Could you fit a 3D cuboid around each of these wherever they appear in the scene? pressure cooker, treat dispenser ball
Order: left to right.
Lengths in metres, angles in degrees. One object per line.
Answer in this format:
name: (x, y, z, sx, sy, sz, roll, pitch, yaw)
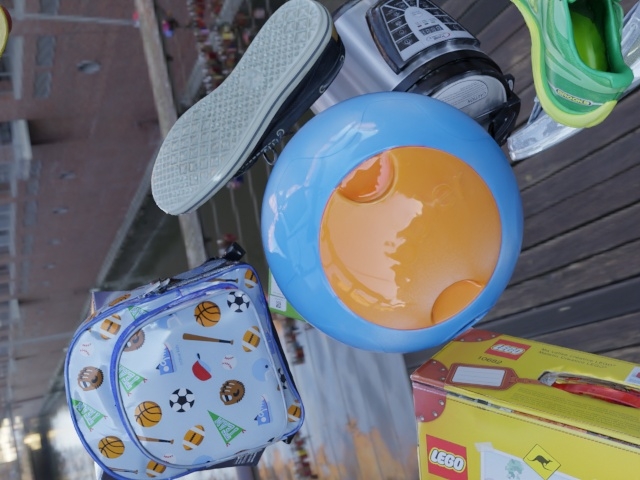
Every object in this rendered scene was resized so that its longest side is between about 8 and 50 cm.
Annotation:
treat dispenser ball: (0.078, -0.019, 0.878, 0.288, 0.288, 0.288, 171, 90, -66)
pressure cooker: (0.206, -0.301, 1.715, 0.370, 0.375, 0.420, -47, 57, 18)

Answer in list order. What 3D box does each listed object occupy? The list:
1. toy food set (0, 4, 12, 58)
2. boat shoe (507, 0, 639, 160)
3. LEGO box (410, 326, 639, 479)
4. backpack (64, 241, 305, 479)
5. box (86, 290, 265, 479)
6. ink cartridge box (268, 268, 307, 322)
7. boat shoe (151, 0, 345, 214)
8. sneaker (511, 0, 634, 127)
toy food set: (-0.516, -0.295, 1.156, 0.071, 0.128, 0.218, 170, 122, -85)
boat shoe: (0.422, -0.247, 1.265, 0.103, 0.320, 0.118, 51, -173, 0)
LEGO box: (0.391, 0.367, 1.089, 0.500, 0.193, 0.373, 10, 115, 38)
backpack: (-0.171, 0.167, 0.955, 0.213, 0.263, 0.277, 160, 91, -81)
box: (-0.260, 0.251, 1.419, 0.183, 0.293, 0.296, 114, 145, -41)
ink cartridge box: (0.000, 0.000, 1.441, 0.097, 0.188, 0.255, 12, 107, 37)
boat shoe: (-0.135, -0.236, 1.526, 0.500, 0.156, 0.187, -48, 59, 11)
sneaker: (0.274, -0.275, 0.865, 0.123, 0.109, 0.296, -40, 65, 65)
